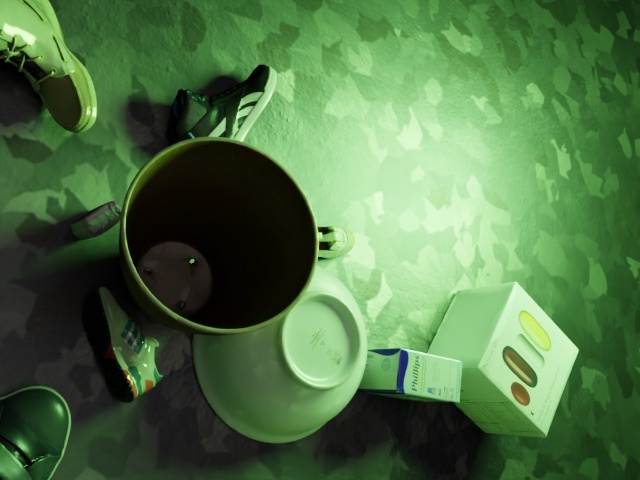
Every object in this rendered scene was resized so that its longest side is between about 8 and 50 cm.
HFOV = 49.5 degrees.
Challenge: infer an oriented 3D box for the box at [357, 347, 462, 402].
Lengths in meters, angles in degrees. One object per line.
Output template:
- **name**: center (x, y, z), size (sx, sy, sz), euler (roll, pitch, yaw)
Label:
- **box**: center (0.143, 0.226, 1.155), size (0.137, 0.126, 0.072), euler (17, 72, -30)

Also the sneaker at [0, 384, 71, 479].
- **sneaker**: center (-0.397, 0.298, 0.777), size (0.126, 0.127, 0.321), euler (48, 56, -14)

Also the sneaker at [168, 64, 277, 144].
- **sneaker**: center (-0.157, -0.218, 1.081), size (0.121, 0.079, 0.217), euler (36, 63, -24)

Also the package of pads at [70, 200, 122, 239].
- **package of pads**: center (-0.302, -0.026, 0.937), size (0.050, 0.083, 0.032), euler (-39, 106, -30)

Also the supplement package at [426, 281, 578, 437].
- **supplement package**: center (0.328, 0.218, 1.267), size (0.203, 0.149, 0.194), euler (43, 59, -20)

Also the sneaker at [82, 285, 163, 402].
- **sneaker**: center (-0.266, 0.135, 0.951), size (0.075, 0.057, 0.161), euler (-20, 90, -52)

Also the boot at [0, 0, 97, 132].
- **boot**: center (-0.385, -0.237, 0.886), size (0.213, 0.077, 0.165), euler (64, 18, 1)

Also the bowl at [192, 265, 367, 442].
- **bowl**: center (-0.033, 0.155, 1.049), size (0.297, 0.134, 0.298), euler (8, 75, -32)

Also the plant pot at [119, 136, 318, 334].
- **plant pot**: center (-0.162, 0.022, 0.908), size (0.237, 0.254, 0.237), euler (8, 72, -24)

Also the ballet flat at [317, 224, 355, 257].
- **ballet flat**: center (0.000, 0.000, 1.154), size (0.168, 0.052, 0.057), euler (-2, 80, -35)
